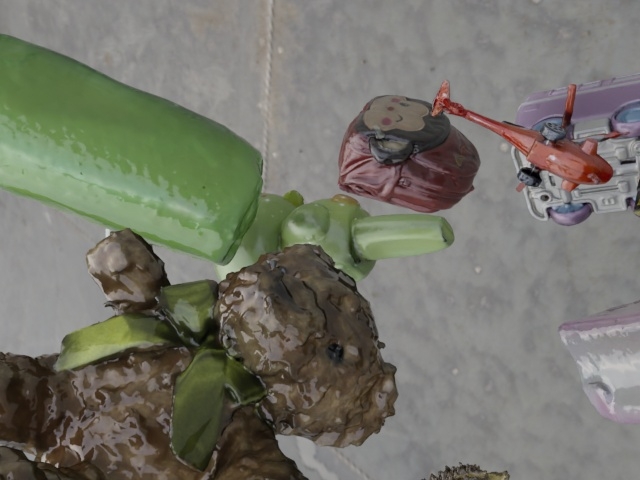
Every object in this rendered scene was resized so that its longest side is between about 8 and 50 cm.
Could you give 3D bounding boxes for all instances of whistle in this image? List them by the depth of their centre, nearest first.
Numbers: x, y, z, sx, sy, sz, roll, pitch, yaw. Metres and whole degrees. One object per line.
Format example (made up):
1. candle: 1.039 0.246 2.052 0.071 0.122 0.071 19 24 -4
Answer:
1. whistle: -0.002 -0.008 0.855 0.294 0.141 0.141 -18 94 21

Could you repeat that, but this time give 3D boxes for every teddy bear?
1. teddy bear: -0.090 0.087 0.478 0.222 0.296 0.246 -46 60 7

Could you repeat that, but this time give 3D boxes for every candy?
1. candy: -0.221 -0.083 0.716 0.343 0.142 0.132 23 152 -10

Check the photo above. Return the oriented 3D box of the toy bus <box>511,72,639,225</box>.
1. toy bus: 0.343 -0.114 0.913 0.202 0.142 0.142 -6 124 30

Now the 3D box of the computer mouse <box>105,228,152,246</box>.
1. computer mouse: -0.306 0.002 1.226 0.056 0.089 0.182 4 102 23

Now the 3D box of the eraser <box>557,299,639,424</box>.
1. eraser: 0.433 0.080 0.698 0.359 0.272 0.122 142 112 -69

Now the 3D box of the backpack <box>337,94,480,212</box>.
1. backpack: 0.142 -0.129 1.197 0.229 0.229 0.139 42 133 29

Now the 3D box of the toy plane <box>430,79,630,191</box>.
1. toy plane: 0.215 -0.115 0.803 0.194 0.077 0.126 41 120 -4

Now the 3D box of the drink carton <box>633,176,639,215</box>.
1. drink carton: 0.250 -0.021 0.380 0.165 0.071 0.056 14 89 13

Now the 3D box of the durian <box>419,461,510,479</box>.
1. durian: 0.102 0.237 0.633 0.071 0.110 0.140 24 123 41
